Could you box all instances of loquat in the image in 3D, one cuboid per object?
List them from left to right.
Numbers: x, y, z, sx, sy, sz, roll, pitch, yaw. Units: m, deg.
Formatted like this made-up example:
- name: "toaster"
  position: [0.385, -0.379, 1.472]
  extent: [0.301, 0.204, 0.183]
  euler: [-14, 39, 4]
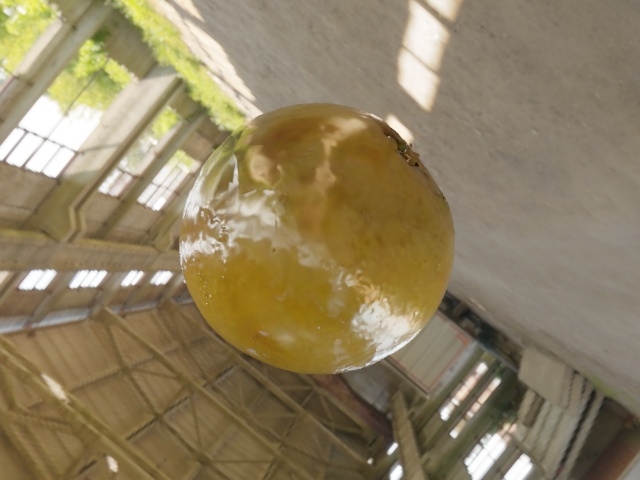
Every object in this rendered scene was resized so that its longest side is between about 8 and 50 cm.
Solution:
- name: "loquat"
  position: [0.000, 0.000, 0.720]
  extent: [0.263, 0.263, 0.263]
  euler: [39, 180, 0]
